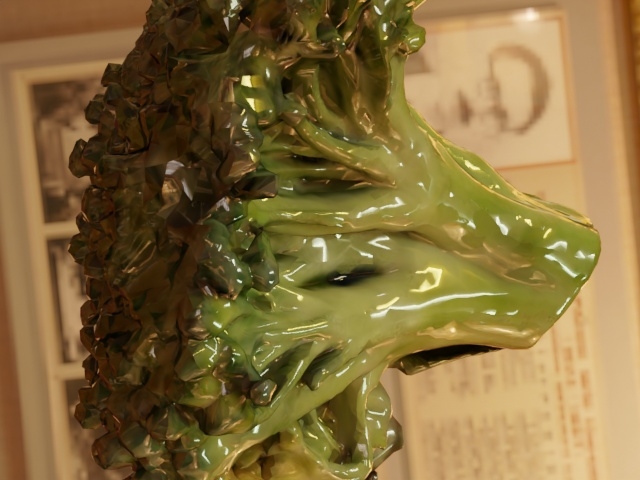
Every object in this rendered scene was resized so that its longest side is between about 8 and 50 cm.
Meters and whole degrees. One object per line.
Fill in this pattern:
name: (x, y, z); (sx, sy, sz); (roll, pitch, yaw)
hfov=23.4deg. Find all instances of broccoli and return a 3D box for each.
broccoli: (-0.023, -0.011, 0.784); (0.272, 0.324, 0.334); (46, -10, 1)
